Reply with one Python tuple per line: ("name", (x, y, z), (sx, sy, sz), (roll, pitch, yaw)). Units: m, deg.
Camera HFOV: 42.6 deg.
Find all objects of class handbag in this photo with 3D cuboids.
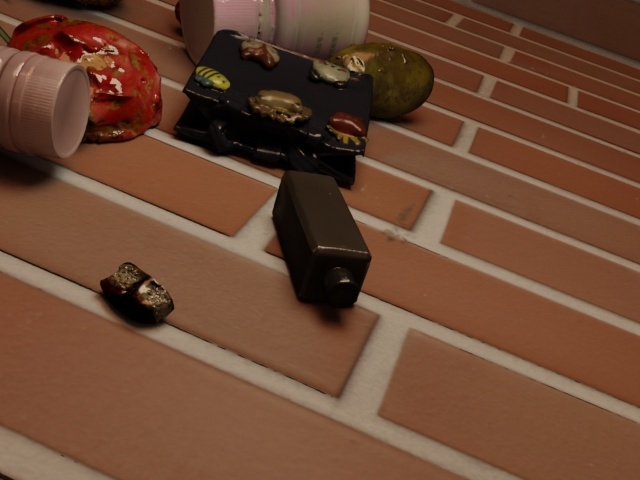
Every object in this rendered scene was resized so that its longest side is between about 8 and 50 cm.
("handbag", (-0.068, -0.230, 1.387), (0.304, 0.121, 0.329), (17, 29, -5))

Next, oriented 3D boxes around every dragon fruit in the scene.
("dragon fruit", (-0.351, -0.225, 1.194), (0.262, 0.134, 0.211), (10, 38, -17))

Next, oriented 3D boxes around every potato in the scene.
("potato", (0.114, -0.314, 1.611), (0.251, 0.149, 0.113), (-7, 28, -31))

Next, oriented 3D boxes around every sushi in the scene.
("sushi", (-0.199, 0.062, 0.876), (0.083, 0.044, 0.046), (32, 52, 27))

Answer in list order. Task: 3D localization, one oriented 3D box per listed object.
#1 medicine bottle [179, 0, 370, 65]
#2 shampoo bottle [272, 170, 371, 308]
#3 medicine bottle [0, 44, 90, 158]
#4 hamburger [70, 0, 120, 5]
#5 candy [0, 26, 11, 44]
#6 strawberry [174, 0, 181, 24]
("medicine bottle", (-0.094, -0.453, 1.624), (0.325, 0.256, 0.256), (-8, 37, -24))
("shampoo bottle", (0.000, 0.000, 1.051), (0.079, 0.080, 0.246), (7, 30, -18))
("medicine bottle", (-0.434, -0.186, 1.041), (0.250, 0.133, 0.133), (13, 28, 2))
("hamburger", (-0.508, -0.612, 1.692), (0.291, 0.225, 0.291), (16, 20, -6))
("candy", (-0.567, -0.382, 1.410), (0.084, 0.078, 0.288), (-34, 56, -21))
("strawberry", (-0.234, -0.485, 1.741), (0.148, 0.131, 0.131), (38, 33, 29))
